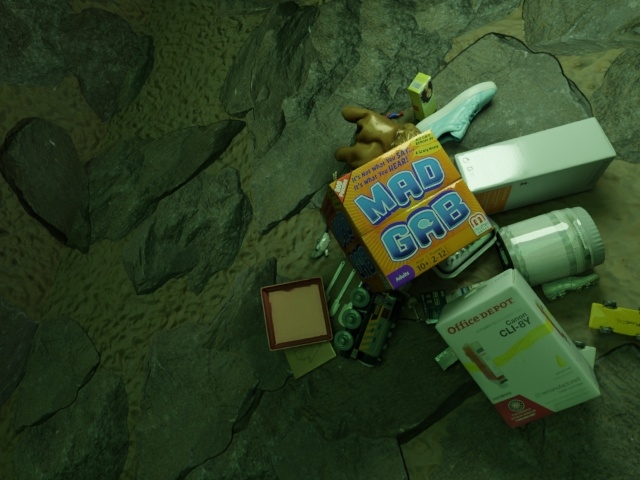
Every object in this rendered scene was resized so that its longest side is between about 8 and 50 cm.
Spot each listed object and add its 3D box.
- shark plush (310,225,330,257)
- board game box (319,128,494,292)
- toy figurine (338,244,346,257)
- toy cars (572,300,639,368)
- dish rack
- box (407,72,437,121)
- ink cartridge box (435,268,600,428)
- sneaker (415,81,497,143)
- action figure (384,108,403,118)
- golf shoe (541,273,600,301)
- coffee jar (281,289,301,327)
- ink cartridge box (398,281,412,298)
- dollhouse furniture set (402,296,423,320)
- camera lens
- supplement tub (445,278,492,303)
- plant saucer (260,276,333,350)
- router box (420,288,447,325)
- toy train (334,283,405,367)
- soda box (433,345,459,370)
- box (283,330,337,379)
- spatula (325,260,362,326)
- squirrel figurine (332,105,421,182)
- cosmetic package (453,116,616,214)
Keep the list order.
[{"bbox_3d":[0.000,0.000,1.790,0.067,0.073,0.161,-2,74,55],"label":"shark plush"},{"bbox_3d":[0.250,-0.071,1.341,0.357,0.356,0.356,-30,85,-9],"label":"board game box"},{"bbox_3d":[0.175,-0.022,1.627,0.210,0.213,0.148,-18,80,22],"label":"toy figurine"},{"bbox_3d":[0.851,0.303,1.293,0.394,0.087,0.176,-34,74,15],"label":"toy cars"},{"bbox_3d":[0.480,-0.039,1.578,0.286,0.072,0.332,-42,61,5],"label":"dish rack"},{"bbox_3d":[0.425,-0.582,1.693,0.058,0.232,0.087,34,90,26],"label":"box"},{"bbox_3d":[0.581,0.324,1.244,0.279,0.160,0.384,-39,85,28],"label":"ink cartridge box"},{"bbox_3d":[0.567,-0.484,1.668,0.366,0.135,0.150,-33,70,20],"label":"sneaker"},{"bbox_3d":[0.315,-0.561,1.847,0.115,0.038,0.030,-17,89,16],"label":"action figure"},{"bbox_3d":[0.832,0.135,1.368,0.176,0.069,0.085,-24,59,14],"label":"golf shoe"},{"bbox_3d":[-0.132,0.289,1.732,0.096,0.079,0.184,20,81,20],"label":"coffee jar"},{"bbox_3d":[0.285,0.157,1.579,0.180,0.104,0.060,26,83,28],"label":"ink cartridge box"},{"bbox_3d":[0.338,0.263,1.516,0.091,0.114,0.081,-23,69,13],"label":"dollhouse furniture set"},{"bbox_3d":[0.742,0.026,1.354,0.275,0.219,0.219,-20,66,17],"label":"camera lens"},{"bbox_3d":[0.552,0.221,1.416,0.200,0.144,0.144,-20,66,16],"label":"supplement tub"},{"bbox_3d":[-0.096,0.296,1.661,0.259,0.047,0.258,-11,78,3],"label":"plant saucer"},{"bbox_3d":[0.429,0.249,1.521,0.092,0.038,0.122,-15,67,18],"label":"router box"},{"bbox_3d":[0.183,0.309,1.537,0.191,0.142,0.333,21,96,21],"label":"toy train"},{"bbox_3d":[0.484,0.388,1.441,0.169,0.053,0.060,-41,62,7],"label":"soda box"},{"bbox_3d":[-0.049,0.447,1.676,0.201,0.021,0.164,-33,63,11],"label":"box"},{"bbox_3d":[0.087,0.212,1.697,0.168,0.019,0.241,25,84,29],"label":"spatula"},{"bbox_3d":[0.232,-0.296,1.669,0.397,0.281,0.369,20,88,31],"label":"squirrel figurine"},{"bbox_3d":[0.705,-0.234,1.413,0.454,0.230,0.161,-15,65,9],"label":"cosmetic package"}]
